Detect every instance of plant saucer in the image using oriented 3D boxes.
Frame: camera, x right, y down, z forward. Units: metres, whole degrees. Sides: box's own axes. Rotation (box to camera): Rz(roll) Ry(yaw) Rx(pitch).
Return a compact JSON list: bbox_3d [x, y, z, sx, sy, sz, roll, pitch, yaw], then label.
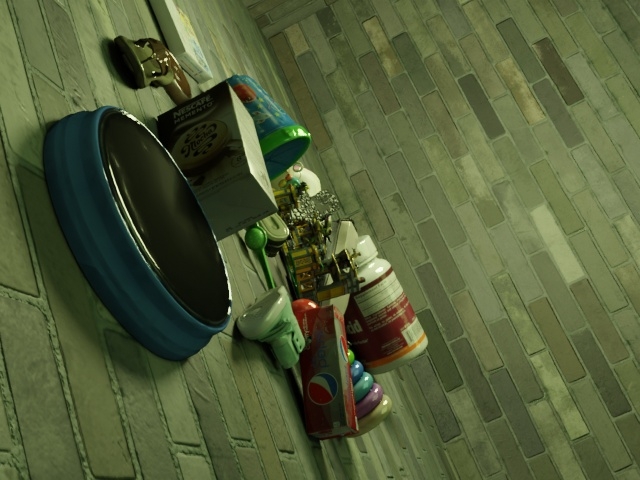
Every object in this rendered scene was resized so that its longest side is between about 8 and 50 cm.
[{"bbox_3d":[-0.343,-0.384,1.815,0.169,0.029,0.168,62,8,-16],"label":"plant saucer"}]

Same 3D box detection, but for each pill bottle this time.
[{"bbox_3d":[0.155,0.197,2.445,0.392,0.224,0.224,63,9,-6],"label":"pill bottle"}]

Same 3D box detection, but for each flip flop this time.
[{"bbox_3d":[-0.342,-0.368,1.597,0.112,0.080,0.277,63,8,-4],"label":"flip flop"}]

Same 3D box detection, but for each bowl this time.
[{"bbox_3d":[-0.248,-0.019,1.146,0.391,0.077,0.391,61,9,-17],"label":"bowl"}]

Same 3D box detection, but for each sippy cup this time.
[{"bbox_3d":[-0.178,-0.266,1.887,0.224,0.240,0.305,55,-16,10],"label":"sippy cup"}]

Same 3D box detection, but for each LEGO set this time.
[{"bbox_3d":[0.000,0.000,2.024,0.331,0.192,0.255,-113,-170,-48],"label":"LEGO set"}]

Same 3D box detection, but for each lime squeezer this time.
[{"bbox_3d":[-0.159,-0.015,1.743,0.310,0.058,0.110,60,9,-28],"label":"lime squeezer"}]

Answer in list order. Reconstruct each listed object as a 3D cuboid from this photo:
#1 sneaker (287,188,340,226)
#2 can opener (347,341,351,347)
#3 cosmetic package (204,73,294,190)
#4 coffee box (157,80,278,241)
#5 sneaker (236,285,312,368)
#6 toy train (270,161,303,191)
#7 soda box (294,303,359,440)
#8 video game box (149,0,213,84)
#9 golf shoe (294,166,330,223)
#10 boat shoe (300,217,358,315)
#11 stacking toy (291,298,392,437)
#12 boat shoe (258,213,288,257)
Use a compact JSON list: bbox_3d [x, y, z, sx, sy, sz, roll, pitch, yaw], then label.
[{"bbox_3d":[-0.054,-0.073,2.424,0.283,0.124,0.107,-12,66,-55],"label":"sneaker"},{"bbox_3d":[0.010,0.259,1.973,0.093,0.074,0.280,30,-6,21],"label":"can opener"},{"bbox_3d":[-0.192,-0.280,2.145,0.309,0.113,0.160,57,11,-33],"label":"cosmetic package"},{"bbox_3d":[-0.203,-0.151,1.502,0.119,0.168,0.297,56,11,-45],"label":"coffee box"},{"bbox_3d":[-0.080,0.183,1.514,0.256,0.094,0.151,-50,116,-79],"label":"sneaker"},{"bbox_3d":[-0.125,-0.156,2.100,0.046,0.166,0.125,-101,-173,-59],"label":"toy train"},{"bbox_3d":[0.012,0.273,1.631,0.083,0.092,0.263,49,30,-60],"label":"soda box"},{"bbox_3d":[-0.367,-0.534,2.052,0.205,0.048,0.187,67,11,15],"label":"video game box"},{"bbox_3d":[-0.034,-0.130,2.668,0.306,0.115,0.140,53,17,-48],"label":"golf shoe"},{"bbox_3d":[0.001,0.092,2.250,0.127,0.158,0.341,61,36,-50],"label":"boat shoe"},{"bbox_3d":[0.022,0.281,1.792,0.330,0.141,0.141,57,9,-4],"label":"stacking toy"},{"bbox_3d":[-0.148,-0.056,1.941,0.233,0.084,0.079,-118,-147,-41],"label":"boat shoe"}]
